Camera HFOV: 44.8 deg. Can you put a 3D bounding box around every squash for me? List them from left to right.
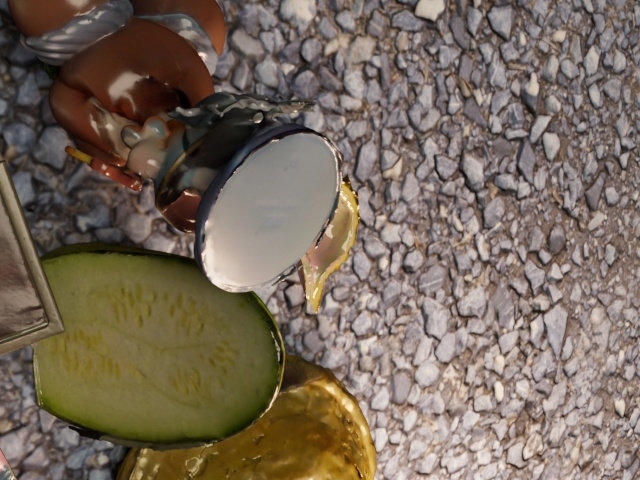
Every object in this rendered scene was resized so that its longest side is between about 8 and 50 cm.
[{"bbox_3d":[-0.188,0.127,0.897,0.210,0.309,0.233,-5,99,-35],"label":"squash"}]

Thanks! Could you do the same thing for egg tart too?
[{"bbox_3d":[-0.077,0.387,1.090,0.443,0.178,0.443,-6,100,-34],"label":"egg tart"}]

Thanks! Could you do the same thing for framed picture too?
[{"bbox_3d":[-0.453,0.055,0.841,0.289,0.020,0.211,-20,108,-19],"label":"framed picture"}]

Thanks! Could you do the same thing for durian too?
[{"bbox_3d":[-0.012,-0.002,1.157,0.140,0.078,0.224,-8,111,-47],"label":"durian"}]

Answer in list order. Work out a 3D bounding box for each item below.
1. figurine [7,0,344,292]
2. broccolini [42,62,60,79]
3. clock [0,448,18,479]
[{"bbox_3d":[-0.165,-0.148,0.852,0.277,0.388,0.248,5,116,-52],"label":"figurine"},{"bbox_3d":[-0.327,-0.288,0.903,0.074,0.058,0.201,-23,108,-24],"label":"broccolini"},{"bbox_3d":[-0.447,0.281,0.862,0.195,0.100,0.194,-28,113,-29],"label":"clock"}]
